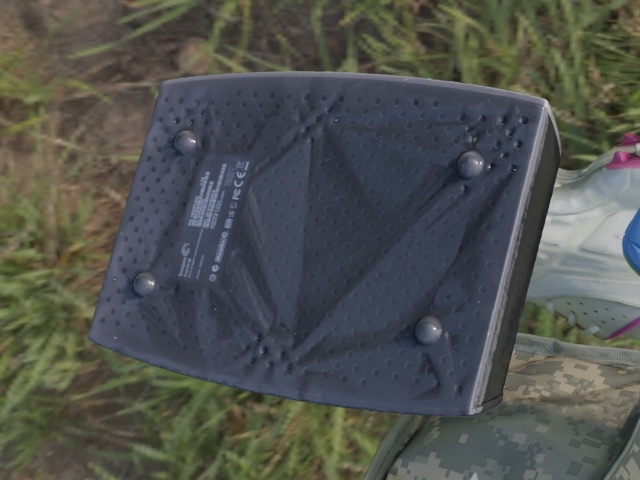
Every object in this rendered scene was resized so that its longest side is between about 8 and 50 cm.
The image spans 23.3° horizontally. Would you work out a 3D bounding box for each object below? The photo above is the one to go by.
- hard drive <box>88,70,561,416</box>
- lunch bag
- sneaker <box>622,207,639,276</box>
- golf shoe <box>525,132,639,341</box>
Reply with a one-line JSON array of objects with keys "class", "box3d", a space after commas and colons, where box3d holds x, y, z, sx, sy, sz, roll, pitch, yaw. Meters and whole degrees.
[{"class": "hard drive", "box3d": [0.000, 0.000, 0.805, 0.254, 0.054, 0.172, 7, 77, 39]}, {"class": "lunch bag", "box3d": [0.101, 0.229, 0.912, 0.168, 0.287, 0.235, 8, 126, 32]}, {"class": "sneaker", "box3d": [0.231, 0.023, 0.718, 0.188, 0.067, 0.078, 29, 102, -13]}, {"class": "golf shoe", "box3d": [0.151, 0.009, 0.991, 0.306, 0.115, 0.140, -7, 105, 30]}]
